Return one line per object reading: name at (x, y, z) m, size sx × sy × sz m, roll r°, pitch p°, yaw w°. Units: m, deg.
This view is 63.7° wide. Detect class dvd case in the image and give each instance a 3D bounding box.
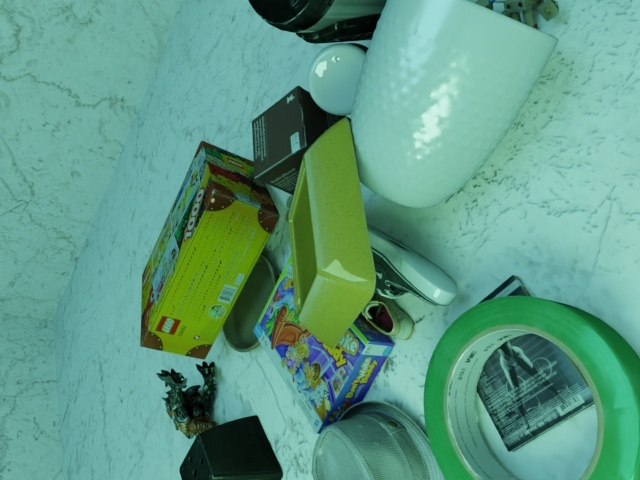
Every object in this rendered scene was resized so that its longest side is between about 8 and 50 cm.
dvd case at (0.304, 0.191, 0.815) m, size 0.164 × 0.018 × 0.221 m, roll -50°, pitch 45°, yaw 31°

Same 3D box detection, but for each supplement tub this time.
supplement tub at (0.060, -0.360, 1.138) m, size 0.144 × 0.144 × 0.200 m, roll -55°, pitch 2°, yaw 24°

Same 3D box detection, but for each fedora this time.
fedora at (0.081, 0.421, 0.920) m, size 0.275 × 0.124 × 0.244 m, roll 44°, pitch 113°, yaw 45°

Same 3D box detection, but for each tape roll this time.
tape roll at (0.294, 0.242, 0.734) m, size 0.321 × 0.077 × 0.322 m, roll -19°, pitch 66°, yaw 49°

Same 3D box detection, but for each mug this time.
mug at (0.186, -0.261, 0.929) m, size 0.374 × 0.276 × 0.328 m, roll -105°, pitch 32°, yaw -57°

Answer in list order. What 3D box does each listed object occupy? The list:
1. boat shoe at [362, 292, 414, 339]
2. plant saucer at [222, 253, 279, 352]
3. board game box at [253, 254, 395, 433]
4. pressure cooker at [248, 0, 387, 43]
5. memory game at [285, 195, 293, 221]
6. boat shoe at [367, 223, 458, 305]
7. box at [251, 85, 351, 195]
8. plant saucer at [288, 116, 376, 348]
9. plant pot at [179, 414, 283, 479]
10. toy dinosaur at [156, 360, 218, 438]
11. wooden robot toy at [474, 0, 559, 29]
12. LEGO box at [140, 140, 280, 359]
boat shoe at (0.115, 0.140, 1.037) m, size 0.170 × 0.059 × 0.063 m, roll 33°, pitch 105°, yaw 51°
plant saucer at (-0.191, 0.170, 1.431) m, size 0.277 × 0.041 × 0.278 m, roll -20°, pitch 64°, yaw 47°
board game box at (-0.010, 0.216, 1.155) m, size 0.347 × 0.078 × 0.234 m, roll 45°, pitch 113°, yaw 49°
pressure cooker at (0.083, -0.613, 1.049) m, size 0.370 × 0.420 × 0.375 m, roll 63°, pitch 143°, yaw 15°
memory game at (-0.034, -0.100, 1.343) m, size 0.186 × 0.012 × 0.186 m, roll -22°, pitch 61°, yaw 47°
boat shoe at (0.141, 0.064, 0.992) m, size 0.301 × 0.108 × 0.102 m, roll 40°, pitch 110°, yaw 52°
box at (-0.030, -0.214, 1.209) m, size 0.167 × 0.203 × 0.169 m, roll -26°, pitch 58°, yaw 37°
plant saucer at (0.000, 0.000, 0.961) m, size 0.333 × 0.080 × 0.333 m, roll 113°, pitch 154°, yaw -60°
plant pot at (-0.230, 0.557, 1.249) m, size 0.188 × 0.166 × 0.187 m, roll -60°, pitch 41°, yaw 18°
toy dinosaur at (-0.369, 0.482, 1.506) m, size 0.321 × 0.164 × 0.219 m, roll 2°, pitch 95°, yaw 34°
wooden robot toy at (0.364, -0.421, 0.922) m, size 0.079 × 0.076 × 0.173 m, roll -44°, pitch 34°, yaw -17°
LEGO box at (-0.340, 0.023, 1.491) m, size 0.501 × 0.193 × 0.372 m, roll -61°, pitch 29°, yaw 18°
